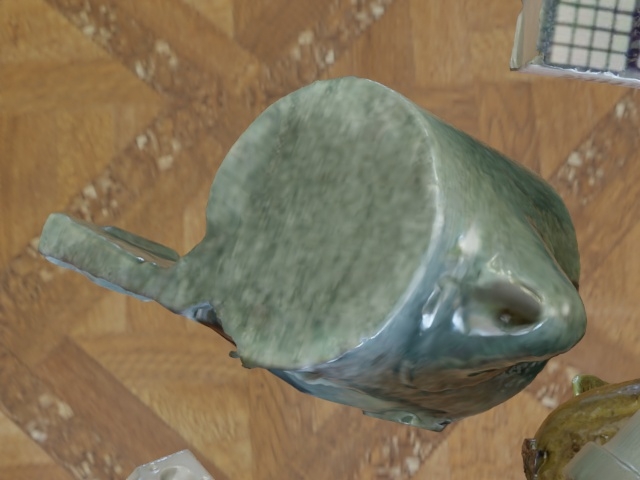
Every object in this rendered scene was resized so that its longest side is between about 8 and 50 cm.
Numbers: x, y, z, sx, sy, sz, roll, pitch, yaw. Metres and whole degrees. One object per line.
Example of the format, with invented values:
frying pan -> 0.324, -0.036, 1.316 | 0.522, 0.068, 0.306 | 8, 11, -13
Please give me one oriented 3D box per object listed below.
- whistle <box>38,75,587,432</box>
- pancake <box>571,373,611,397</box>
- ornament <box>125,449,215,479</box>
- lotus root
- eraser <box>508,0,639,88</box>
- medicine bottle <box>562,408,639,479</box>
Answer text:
whistle -> -0.012, 0.030, 1.103 | 0.404, 0.168, 0.188 | -18, 63, 35
pancake -> 0.329, 0.198, 1.924 | 0.108, 0.017, 0.108 | 26, 37, -22
ornament -> -0.193, 0.419, 1.827 | 0.239, 0.240, 0.240 | -16, 43, -32
lotus root -> 0.292, 0.179, 1.354 | 0.260, 0.128, 0.145 | -8, 64, 12
eraser -> 0.297, -0.172, 1.275 | 0.287, 0.086, 0.130 | 8, 94, -5
medicine bottle -> 0.188, 0.241, 0.950 | 0.245, 0.245, 0.306 | 43, 89, 18
